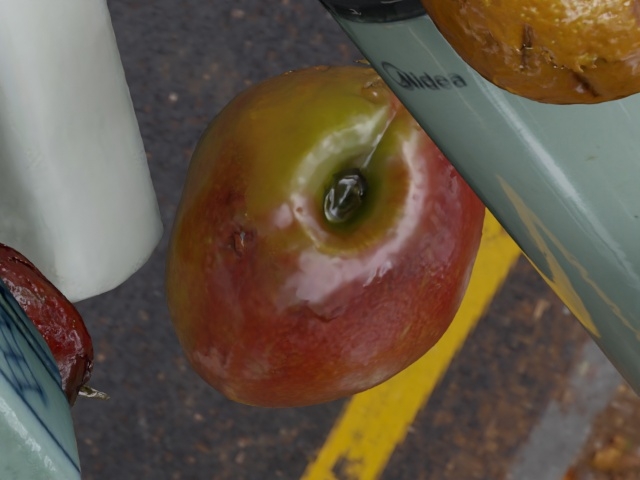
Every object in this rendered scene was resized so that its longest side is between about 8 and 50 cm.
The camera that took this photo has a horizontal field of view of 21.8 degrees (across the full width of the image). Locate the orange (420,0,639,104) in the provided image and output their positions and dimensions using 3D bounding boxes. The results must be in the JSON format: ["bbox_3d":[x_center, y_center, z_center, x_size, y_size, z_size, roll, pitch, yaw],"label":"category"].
[{"bbox_3d":[0.100,-0.120,0.663,0.135,0.117,0.135,0,90,-8],"label":"orange"}]

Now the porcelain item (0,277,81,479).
[{"bbox_3d":[-0.294,0.096,0.892,0.281,0.157,0.286,-27,135,1],"label":"porcelain item"}]

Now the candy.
[{"bbox_3d":[-0.288,-0.128,1.495,0.145,0.208,0.359,-44,135,-41],"label":"candy"}]

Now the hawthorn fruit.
[{"bbox_3d":[-0.229,0.080,1.170,0.172,0.148,0.148,24,88,-20],"label":"hawthorn fruit"}]

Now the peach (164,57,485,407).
[{"bbox_3d":[0.002,0.000,1.613,0.372,0.290,0.373,16,90,-90],"label":"peach"}]

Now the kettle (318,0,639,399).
[{"bbox_3d":[0.215,-0.087,0.879,0.376,0.361,0.250,45,69,-33],"label":"kettle"}]
